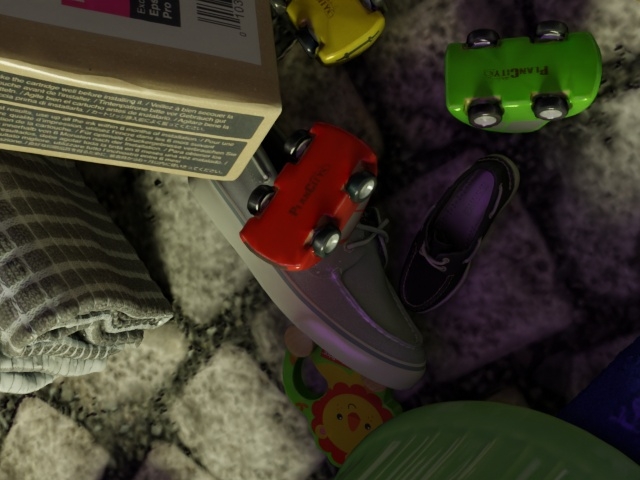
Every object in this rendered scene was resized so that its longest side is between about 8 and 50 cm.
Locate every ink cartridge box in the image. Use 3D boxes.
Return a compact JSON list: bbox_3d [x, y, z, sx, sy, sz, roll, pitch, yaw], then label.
[{"bbox_3d":[-0.135,-0.166,0.841,0.088,0.193,0.235,-49,41,49],"label":"ink cartridge box"}]

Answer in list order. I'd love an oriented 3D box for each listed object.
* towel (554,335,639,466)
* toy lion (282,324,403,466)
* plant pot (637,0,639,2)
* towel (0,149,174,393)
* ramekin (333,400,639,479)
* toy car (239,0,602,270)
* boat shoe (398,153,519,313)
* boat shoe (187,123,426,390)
[{"bbox_3d":[0.303,0.102,0.782,0.228,0.076,0.308,46,116,11],"label":"towel"},{"bbox_3d":[0.016,0.112,0.949,0.100,0.034,0.096,23,114,22],"label":"toy lion"},{"bbox_3d":[0.240,-0.246,0.785,0.236,0.032,0.236,4,98,27],"label":"plant pot"},{"bbox_3d":[-0.216,-0.019,0.916,0.121,0.283,0.235,-36,83,6],"label":"towel"},{"bbox_3d":[0.092,0.264,0.818,0.303,0.148,0.304,16,119,31],"label":"ramekin"},{"bbox_3d":[0.066,-0.092,0.861,0.224,0.053,0.239,-3,70,13],"label":"toy car"},{"bbox_3d":[0.086,-0.002,0.891,0.046,0.038,0.125,42,113,15],"label":"boat shoe"},{"bbox_3d":[0.000,0.000,0.906,0.227,0.079,0.081,48,114,22],"label":"boat shoe"}]
